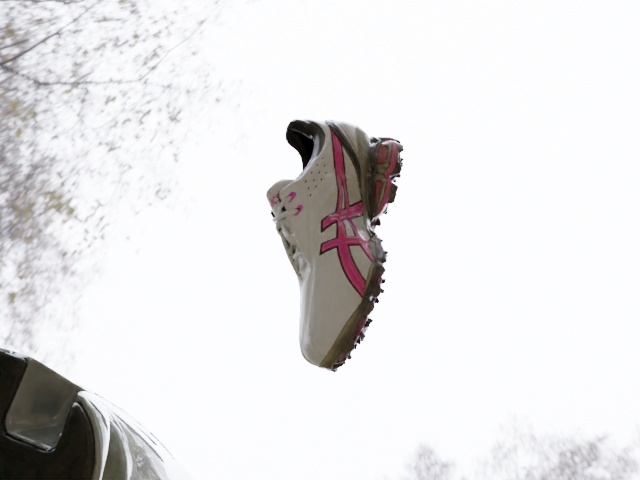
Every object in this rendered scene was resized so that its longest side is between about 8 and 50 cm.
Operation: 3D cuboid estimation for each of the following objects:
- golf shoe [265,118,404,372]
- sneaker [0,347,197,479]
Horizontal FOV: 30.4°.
[{"bbox_3d":[0.000,0.000,0.756,0.086,0.186,0.067,18,-39,-11],"label":"golf shoe"},{"bbox_3d":[-0.193,0.092,0.549,0.330,0.146,0.122,18,-102,31],"label":"sneaker"}]
